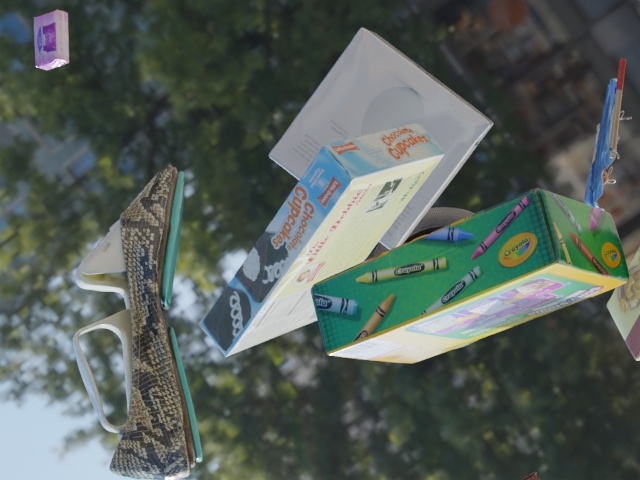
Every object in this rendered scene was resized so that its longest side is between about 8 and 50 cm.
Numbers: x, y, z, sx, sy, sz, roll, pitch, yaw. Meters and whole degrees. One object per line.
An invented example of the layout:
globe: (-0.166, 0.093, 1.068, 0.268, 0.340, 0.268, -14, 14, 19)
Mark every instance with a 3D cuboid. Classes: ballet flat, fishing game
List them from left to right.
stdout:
ballet flat: (-0.279, 0.118, 2.109, 0.164, 0.182, 0.483, 110, 156, -75)
fishing game: (0.384, -0.121, 1.871, 0.264, 0.041, 0.189, 81, -162, -71)

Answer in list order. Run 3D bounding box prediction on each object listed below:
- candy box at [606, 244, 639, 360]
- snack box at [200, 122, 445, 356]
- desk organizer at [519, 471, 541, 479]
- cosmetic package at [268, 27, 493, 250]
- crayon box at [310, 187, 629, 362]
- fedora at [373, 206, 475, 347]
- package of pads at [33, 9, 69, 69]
candy box: (0.495, 0.032, 1.549, 0.316, 0.183, 0.088, -3, -133, -20)
snack box: (0.000, 0.000, 1.713, 0.060, 0.322, 0.187, 49, -143, 18)
desk organizer: (0.216, 0.329, 1.651, 0.050, 0.130, 0.047, 40, 148, 48)
cosmetic package: (0.088, -0.144, 2.000, 0.224, 0.225, 0.138, 38, -170, 4)
crayon box: (0.151, 0.044, 1.441, 0.165, 0.278, 0.081, 13, -121, -54)
fedora: (0.196, 0.065, 2.443, 0.124, 0.275, 0.244, 179, 85, -72)
package of pads: (-0.404, -0.302, 2.126, 0.032, 0.050, 0.083, 14, -112, -55)
